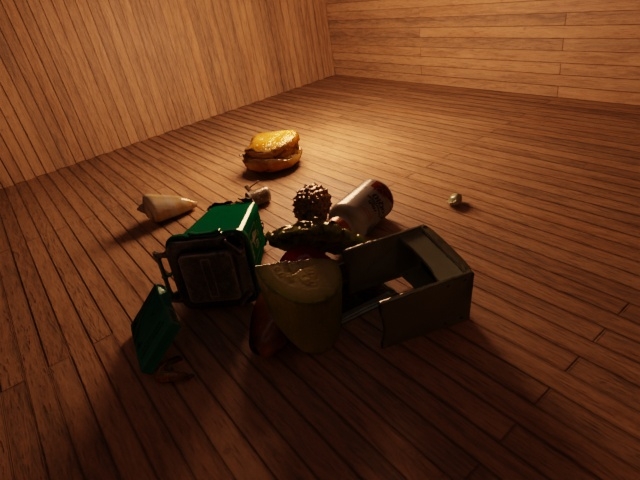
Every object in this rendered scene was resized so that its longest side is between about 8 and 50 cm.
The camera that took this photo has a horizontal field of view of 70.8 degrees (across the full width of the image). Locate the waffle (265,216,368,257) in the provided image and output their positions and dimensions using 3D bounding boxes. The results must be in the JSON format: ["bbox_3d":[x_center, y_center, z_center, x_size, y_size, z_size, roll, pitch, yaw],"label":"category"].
[{"bbox_3d":[0.000,0.000,1.411,0.316,0.073,0.297,-7,-16,33],"label":"waffle"}]

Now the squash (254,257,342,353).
[{"bbox_3d":[-0.045,0.171,1.169,0.236,0.155,0.204,-6,46,-26],"label":"squash"}]

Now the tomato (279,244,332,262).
[{"bbox_3d":[-0.028,0.094,1.305,0.195,0.195,0.136,24,82,43],"label":"tomato"}]

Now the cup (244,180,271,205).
[{"bbox_3d":[-0.280,-0.201,1.988,0.099,0.074,0.102,-22,53,-23],"label":"cup"}]

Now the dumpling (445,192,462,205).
[{"bbox_3d":[0.506,-0.155,1.714,0.059,0.043,0.077,-8,43,37],"label":"dumpling"}]

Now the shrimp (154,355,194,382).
[{"bbox_3d":[-0.379,0.342,1.193,0.126,0.025,0.091,0,31,22],"label":"shrimp"}]

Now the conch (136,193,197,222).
[{"bbox_3d":[-0.679,-0.137,2.001,0.254,0.127,0.158,2,-4,-20],"label":"conch"}]

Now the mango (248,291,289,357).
[{"bbox_3d":[-0.125,0.216,1.235,0.133,0.111,0.268,-22,30,13],"label":"mango"}]

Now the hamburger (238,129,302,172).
[{"bbox_3d":[-0.247,-0.453,2.302,0.313,0.170,0.290,-3,29,14],"label":"hamburger"}]

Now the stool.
[{"bbox_3d":[0.231,0.115,1.215,0.269,0.171,0.244,-17,36,-11],"label":"stool"}]

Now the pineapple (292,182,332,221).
[{"bbox_3d":[-0.034,-0.129,1.730,0.166,0.166,0.193,-5,31,9],"label":"pineapple"}]

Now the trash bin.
[{"bbox_3d":[-0.329,0.032,1.484,0.294,0.259,0.381,-6,25,7],"label":"trash bin"}]

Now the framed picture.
[{"bbox_3d":[0.079,0.142,1.386,0.216,0.016,0.273,-23,34,-20],"label":"framed picture"}]

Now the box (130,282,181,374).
[{"bbox_3d":[-0.472,0.243,1.277,0.161,0.042,0.226,-57,37,6],"label":"box"}]

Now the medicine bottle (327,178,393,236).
[{"bbox_3d":[0.132,-0.095,1.617,0.156,0.157,0.288,14,39,34],"label":"medicine bottle"}]
